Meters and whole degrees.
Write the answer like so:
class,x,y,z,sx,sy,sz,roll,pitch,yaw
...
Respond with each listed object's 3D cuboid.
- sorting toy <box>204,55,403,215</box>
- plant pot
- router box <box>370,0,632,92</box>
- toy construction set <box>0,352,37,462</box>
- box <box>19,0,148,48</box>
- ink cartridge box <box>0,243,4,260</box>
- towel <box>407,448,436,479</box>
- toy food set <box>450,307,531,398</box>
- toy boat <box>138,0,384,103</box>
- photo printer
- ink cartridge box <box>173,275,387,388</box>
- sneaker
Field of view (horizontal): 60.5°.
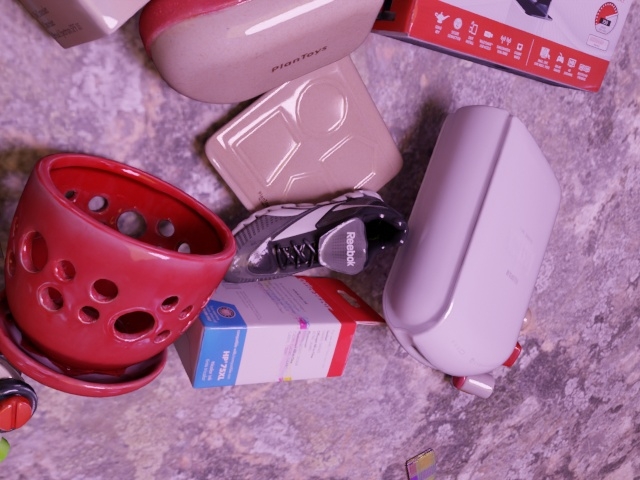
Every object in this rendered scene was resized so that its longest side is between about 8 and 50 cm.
class,x,y,z,sx,sy,sz,roll,pitch,yaw
sorting toy,-0.011,-0.103,0.657,0.208,0.038,0.193,-43,125,-11
plant pot,-0.202,0.034,0.523,0.191,0.191,0.174,21,109,-34
router box,0.248,-0.360,0.651,0.336,0.082,0.301,3,110,-29
toy construction set,-0.378,0.139,0.444,0.215,0.151,0.327,-39,147,-21
box,-0.232,-0.299,0.368,0.121,0.148,0.311,-51,125,-17
ink cartridge box,-0.439,-0.102,0.405,0.307,0.072,0.303,-11,115,-27
towel,0.187,0.423,1.010,0.060,0.009,0.083,-24,121,-19
toy food set,0.245,0.150,0.871,0.105,0.111,0.232,21,114,-3
toy boat,-0.063,-0.235,0.521,0.231,0.151,0.151,-26,87,-11
photo printer,0.202,0.022,0.711,0.256,0.107,0.307,32,76,-49
ink cartridge box,-0.052,0.101,0.660,0.231,0.134,0.077,4,110,-30
sneaker,0.000,0.000,0.613,0.234,0.106,0.078,-17,116,-26
